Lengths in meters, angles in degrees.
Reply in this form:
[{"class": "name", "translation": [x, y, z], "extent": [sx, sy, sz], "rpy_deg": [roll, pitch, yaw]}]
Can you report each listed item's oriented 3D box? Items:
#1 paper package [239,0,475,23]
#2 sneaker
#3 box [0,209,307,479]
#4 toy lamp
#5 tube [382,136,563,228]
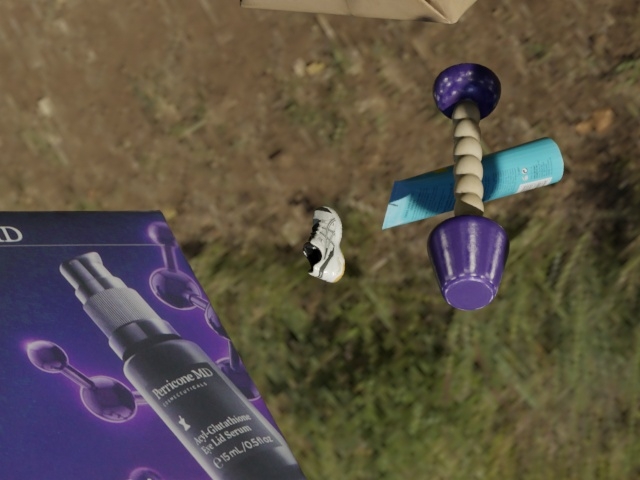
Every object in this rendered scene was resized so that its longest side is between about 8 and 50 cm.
[{"class": "paper package", "translation": [0.085, -0.373, 1.626], "extent": [0.309, 0.325, 0.168], "rpy_deg": [11, 134, 42]}, {"class": "sneaker", "translation": [0.000, 0.000, 1.598], "extent": [0.032, 0.037, 0.083], "rpy_deg": [-48, 42, 43]}, {"class": "box", "translation": [-0.103, 0.095, 0.617], "extent": [0.207, 0.153, 0.108], "rpy_deg": [58, 133, 32]}, {"class": "toy lamp", "translation": [0.140, -0.051, 1.578], "extent": [0.080, 0.275, 0.080], "rpy_deg": [3, 136, 3]}, {"class": "tube", "translation": [0.165, -0.063, 1.809], "extent": [0.052, 0.207, 0.080], "rpy_deg": [57, 153, 36]}]
